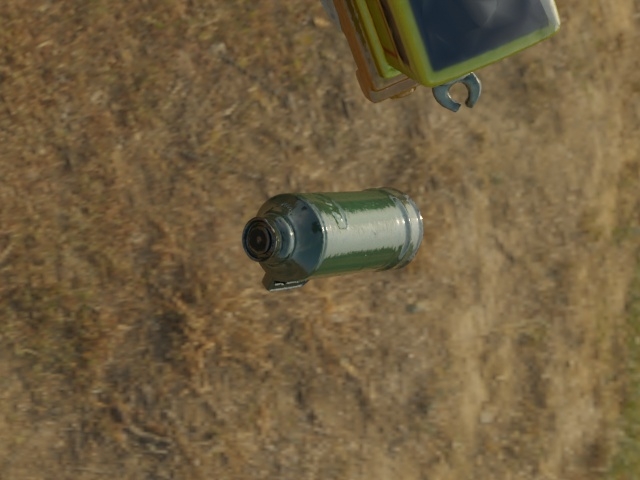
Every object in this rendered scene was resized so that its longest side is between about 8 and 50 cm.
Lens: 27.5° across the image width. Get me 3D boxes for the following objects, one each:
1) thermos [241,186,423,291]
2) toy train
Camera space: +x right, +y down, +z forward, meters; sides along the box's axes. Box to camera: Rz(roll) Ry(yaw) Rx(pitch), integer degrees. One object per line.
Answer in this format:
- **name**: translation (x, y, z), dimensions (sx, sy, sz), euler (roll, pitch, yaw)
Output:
- **thermos**: translation (0.001, -0.005, 1.054), dimensions (0.188, 0.083, 0.073), euler (-4, 81, -56)
- **toy train**: translation (0.034, -0.149, 0.546), dimensions (0.089, 0.127, 0.219), euler (-23, 111, -4)
